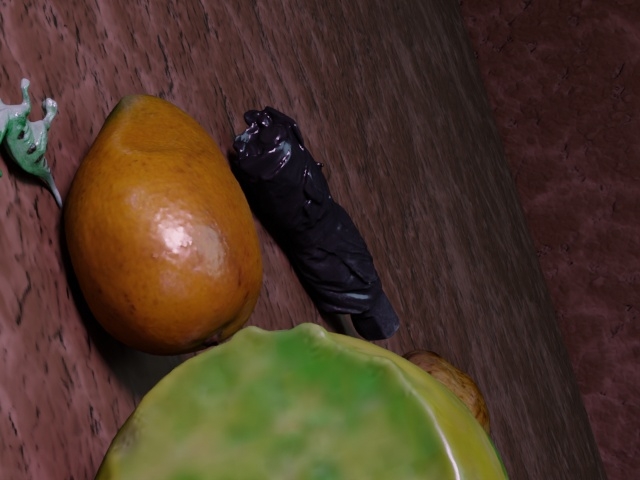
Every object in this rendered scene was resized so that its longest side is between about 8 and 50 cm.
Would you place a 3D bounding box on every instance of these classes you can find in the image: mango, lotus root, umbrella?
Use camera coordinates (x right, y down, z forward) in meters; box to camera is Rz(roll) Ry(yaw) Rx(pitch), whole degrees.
[{"bbox_3d":[-0.080,-0.006,0.878,0.115,0.089,0.165,56,12,-22],"label":"mango"},{"bbox_3d":[0.072,0.152,1.246,0.258,0.097,0.110,-56,126,-71],"label":"lotus root"},{"bbox_3d":[0.000,0.000,1.277,0.236,0.059,0.066,60,38,-41],"label":"umbrella"}]

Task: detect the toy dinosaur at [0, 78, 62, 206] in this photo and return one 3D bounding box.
[{"bbox_3d":[-0.142,-0.041,0.819,0.062,0.021,0.083,-69,147,-58],"label":"toy dinosaur"}]

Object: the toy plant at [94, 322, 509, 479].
[{"bbox_3d":[0.014,0.179,0.807,0.224,0.184,0.316,54,-6,26],"label":"toy plant"}]
